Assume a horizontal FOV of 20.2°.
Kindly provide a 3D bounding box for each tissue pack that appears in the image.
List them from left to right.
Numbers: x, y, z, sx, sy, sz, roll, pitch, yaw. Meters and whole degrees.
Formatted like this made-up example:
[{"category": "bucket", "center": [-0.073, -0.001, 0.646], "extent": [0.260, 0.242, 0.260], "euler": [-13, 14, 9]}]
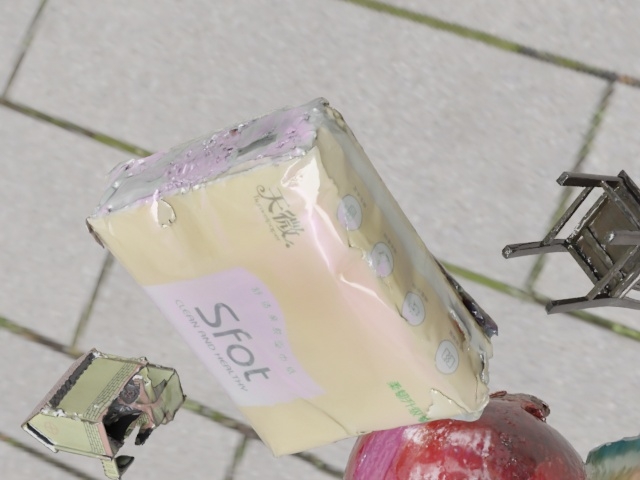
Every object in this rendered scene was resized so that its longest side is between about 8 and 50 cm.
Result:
[{"category": "tissue pack", "center": [-0.015, 0.028, 1.313], "extent": [0.215, 0.256, 0.123], "euler": [-17, 30, 34]}]

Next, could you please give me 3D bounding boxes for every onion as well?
[{"category": "onion", "center": [0.159, 0.273, 1.893], "extent": [0.276, 0.276, 0.276], "euler": [-6, 76, 25]}]

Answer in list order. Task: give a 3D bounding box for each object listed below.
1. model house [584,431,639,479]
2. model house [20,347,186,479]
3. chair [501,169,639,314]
[{"category": "model house", "center": [0.311, 0.159, 0.924], "extent": [0.312, 0.245, 0.280], "euler": [41, 75, 2]}, {"category": "model house", "center": [-0.123, 0.092, 1.027], "extent": [0.058, 0.057, 0.083], "euler": [6, 40, 26]}, {"category": "chair", "center": [0.267, 0.004, 1.550], "extent": [0.101, 0.212, 0.084], "euler": [-54, 54, 30]}]
